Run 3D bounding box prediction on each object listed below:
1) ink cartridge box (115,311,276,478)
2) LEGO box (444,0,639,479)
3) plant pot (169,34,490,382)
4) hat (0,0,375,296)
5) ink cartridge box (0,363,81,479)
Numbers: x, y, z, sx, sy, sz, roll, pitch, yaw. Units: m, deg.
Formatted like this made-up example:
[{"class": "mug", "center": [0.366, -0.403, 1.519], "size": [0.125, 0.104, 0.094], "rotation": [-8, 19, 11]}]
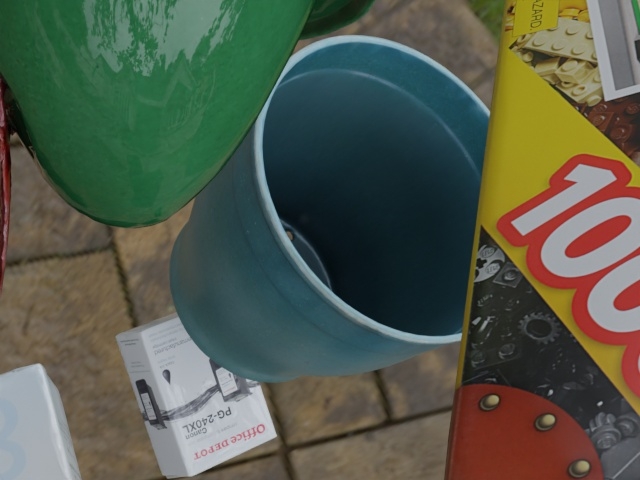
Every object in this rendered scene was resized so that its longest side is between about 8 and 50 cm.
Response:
[{"class": "ink cartridge box", "center": [-0.120, 0.144, 1.505], "size": [0.109, 0.063, 0.150], "rotation": [-21, 95, -33]}, {"class": "LEGO box", "center": [0.280, -0.039, 0.709], "size": [0.500, 0.372, 0.193], "rotation": [-78, 152, -44]}, {"class": "plant pot", "center": [0.000, 0.000, 1.340], "size": [0.272, 0.255, 0.271], "rotation": [15, 61, -28]}, {"class": "hat", "center": [-0.075, -0.017, 0.536], "size": [0.173, 0.208, 0.183], "rotation": [7, 77, 4]}, {"class": "ink cartridge box", "center": [-0.378, 0.350, 1.562], "size": [0.308, 0.091, 0.385], "rotation": [-18, 65, -4]}]
